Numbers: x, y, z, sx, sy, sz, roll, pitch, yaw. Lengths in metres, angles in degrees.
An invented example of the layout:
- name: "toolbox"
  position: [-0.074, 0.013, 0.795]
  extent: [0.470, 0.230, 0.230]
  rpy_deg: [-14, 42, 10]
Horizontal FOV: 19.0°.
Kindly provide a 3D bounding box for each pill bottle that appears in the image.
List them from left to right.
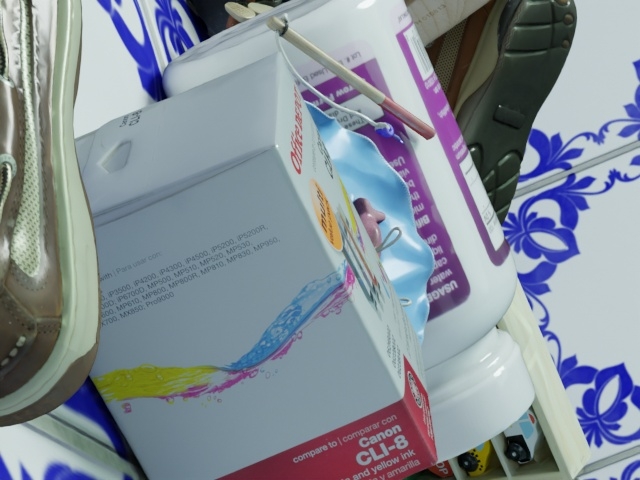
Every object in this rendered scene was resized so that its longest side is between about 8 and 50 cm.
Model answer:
- name: "pill bottle"
  position: [0.028, -0.008, 1.257]
  extent: [0.169, 0.169, 0.302]
  rpy_deg: [-75, 142, -76]

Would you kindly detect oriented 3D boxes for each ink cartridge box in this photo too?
- name: "ink cartridge box"
  position: [-0.040, 0.027, 0.890]
  extent: [0.128, 0.127, 0.176]
  rpy_deg: [-92, 157, -65]

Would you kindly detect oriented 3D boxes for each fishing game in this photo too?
- name: "fishing game"
  position: [0.000, 0.000, 1.074]
  extent: [0.189, 0.041, 0.264]
  rpy_deg: [33, 52, -28]

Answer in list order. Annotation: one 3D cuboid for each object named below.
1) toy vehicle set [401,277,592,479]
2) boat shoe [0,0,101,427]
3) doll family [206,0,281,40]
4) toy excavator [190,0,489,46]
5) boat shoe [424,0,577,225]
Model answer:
- name: "toy vehicle set"
  position: [0.075, 0.060, 1.401]
  extent: [0.035, 0.166, 0.267]
  rpy_deg: [-37, 107, -47]
- name: "boat shoe"
  position: [-0.136, -0.067, 0.668]
  extent: [0.095, 0.095, 0.257]
  rpy_deg: [39, 29, -60]
- name: "doll family"
  position: [-0.022, -0.135, 1.394]
  extent: [0.076, 0.193, 0.111]
  rpy_deg: [46, -47, 40]
- name: "toy excavator"
  position: [-0.056, -0.375, 1.533]
  extent: [0.433, 0.222, 0.445]
  rpy_deg: [22, 38, -53]
- name: "boat shoe"
  position: [0.107, -0.090, 1.662]
  extent: [0.120, 0.324, 0.122]
  rpy_deg: [27, 2, 36]
